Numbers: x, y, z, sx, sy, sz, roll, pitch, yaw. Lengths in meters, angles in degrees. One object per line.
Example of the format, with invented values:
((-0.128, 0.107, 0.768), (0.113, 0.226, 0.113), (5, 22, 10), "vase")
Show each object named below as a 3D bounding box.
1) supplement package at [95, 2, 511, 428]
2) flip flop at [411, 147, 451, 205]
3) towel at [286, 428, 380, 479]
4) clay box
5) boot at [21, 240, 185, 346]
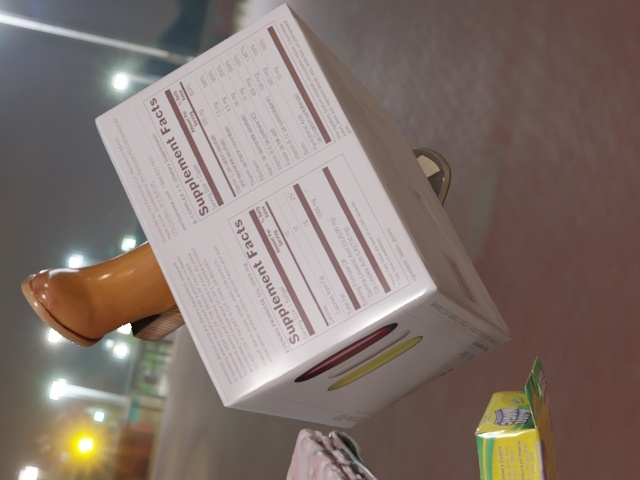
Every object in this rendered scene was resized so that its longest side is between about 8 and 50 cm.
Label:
((0.000, 0.000, 0.920), (0.204, 0.145, 0.262), (64, -169, 17), "supplement package")
((0.131, -0.023, 1.952), (0.112, 0.080, 0.277), (41, 140, 31), "flip flop")
((0.010, 0.335, 1.029), (0.332, 0.053, 0.317), (-142, 63, -72), "towel")
((0.163, 0.213, 1.098), (0.127, 0.053, 0.222), (-28, -70, -75), "clay box")
((-0.199, 0.030, 1.643), (0.220, 0.283, 0.109), (-41, 59, 21), "boot")
